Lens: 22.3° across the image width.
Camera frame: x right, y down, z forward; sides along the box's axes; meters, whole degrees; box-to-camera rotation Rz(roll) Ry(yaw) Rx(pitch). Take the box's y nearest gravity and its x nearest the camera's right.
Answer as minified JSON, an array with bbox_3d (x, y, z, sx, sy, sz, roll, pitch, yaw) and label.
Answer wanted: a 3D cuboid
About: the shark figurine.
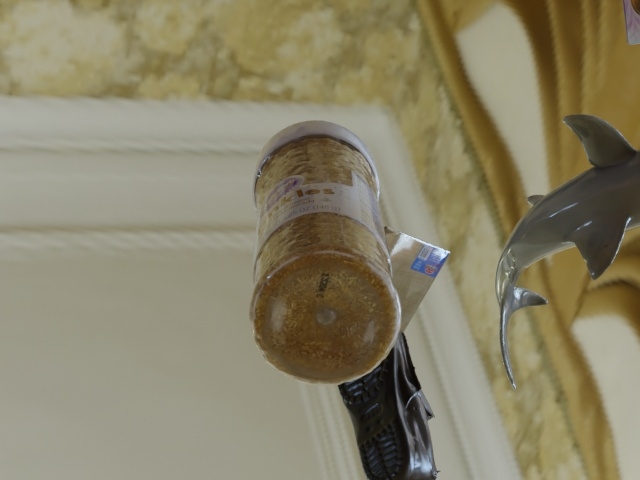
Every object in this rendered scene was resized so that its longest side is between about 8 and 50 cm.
[{"bbox_3d":[0.215,0.008,1.370,0.166,0.278,0.116,30,-143,-30],"label":"shark figurine"}]

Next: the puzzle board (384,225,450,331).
[{"bbox_3d":[0.071,0.039,1.593,0.011,0.096,0.128,35,-171,34],"label":"puzzle board"}]

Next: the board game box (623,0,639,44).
[{"bbox_3d":[0.365,-0.328,1.334,0.318,0.066,0.319,-7,-88,-36],"label":"board game box"}]

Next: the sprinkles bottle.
[{"bbox_3d":[0.000,0.000,1.411,0.121,0.121,0.355,12,-160,-6],"label":"sprinkles bottle"}]

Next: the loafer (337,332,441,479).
[{"bbox_3d":[0.073,0.174,1.692,0.078,0.080,0.220,32,-142,-38],"label":"loafer"}]
